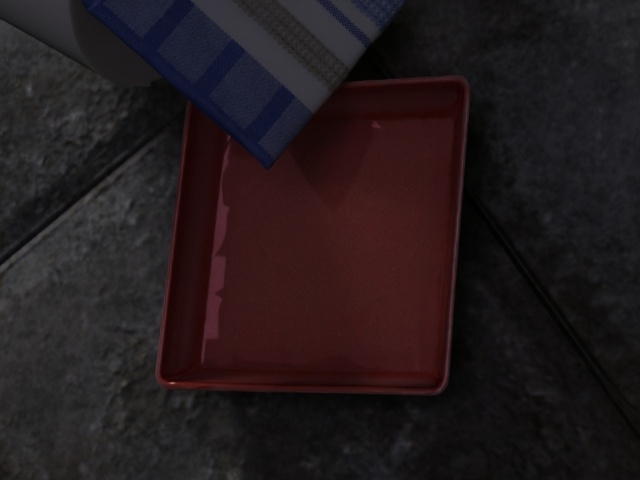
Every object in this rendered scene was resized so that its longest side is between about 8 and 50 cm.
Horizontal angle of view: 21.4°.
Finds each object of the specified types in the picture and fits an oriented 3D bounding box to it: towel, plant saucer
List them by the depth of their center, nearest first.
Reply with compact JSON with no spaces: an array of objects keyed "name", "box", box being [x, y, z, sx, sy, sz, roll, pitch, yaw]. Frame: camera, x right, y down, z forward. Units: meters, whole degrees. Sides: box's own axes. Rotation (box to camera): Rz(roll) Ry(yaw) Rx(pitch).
[{"name":"towel","box":[-0.033,-0.229,1.373,0.209,0.034,0.285,40,76,-14]},{"name":"plant saucer","box":[0.000,0.000,1.384,0.258,0.048,0.259,-1,76,25]}]

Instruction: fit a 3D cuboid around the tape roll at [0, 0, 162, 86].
[{"name":"tape roll","box":[-0.182,-0.276,1.436,0.169,0.246,0.246,31,90,28]}]
